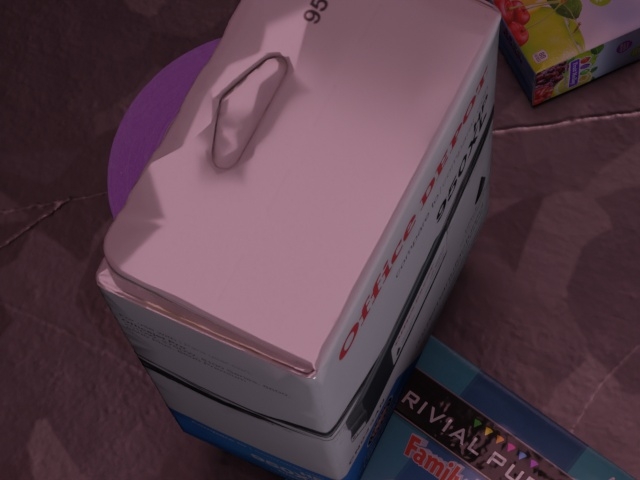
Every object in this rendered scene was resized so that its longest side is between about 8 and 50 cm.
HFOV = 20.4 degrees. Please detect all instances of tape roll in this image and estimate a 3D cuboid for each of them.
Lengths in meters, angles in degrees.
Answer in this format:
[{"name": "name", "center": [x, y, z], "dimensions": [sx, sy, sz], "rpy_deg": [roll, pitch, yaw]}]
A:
[{"name": "tape roll", "center": [-0.047, -0.047, 1.582], "dimensions": [0.275, 0.090, 0.275], "rpy_deg": [-2, 68, 6]}]

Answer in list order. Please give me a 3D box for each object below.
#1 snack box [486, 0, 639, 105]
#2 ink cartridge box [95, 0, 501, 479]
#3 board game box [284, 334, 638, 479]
[{"name": "snack box", "center": [0.251, -0.247, 1.647], "dimensions": [0.207, 0.070, 0.174], "rpy_deg": [-24, 67, -7]}, {"name": "ink cartridge box", "center": [0.000, 0.000, 1.297], "dimensions": [0.166, 0.395, 0.285], "rpy_deg": [24, 74, 12]}, {"name": "board game box", "center": [0.074, 0.272, 1.441], "dimensions": [0.254, 0.079, 0.336], "rpy_deg": [35, 75, 18]}]
